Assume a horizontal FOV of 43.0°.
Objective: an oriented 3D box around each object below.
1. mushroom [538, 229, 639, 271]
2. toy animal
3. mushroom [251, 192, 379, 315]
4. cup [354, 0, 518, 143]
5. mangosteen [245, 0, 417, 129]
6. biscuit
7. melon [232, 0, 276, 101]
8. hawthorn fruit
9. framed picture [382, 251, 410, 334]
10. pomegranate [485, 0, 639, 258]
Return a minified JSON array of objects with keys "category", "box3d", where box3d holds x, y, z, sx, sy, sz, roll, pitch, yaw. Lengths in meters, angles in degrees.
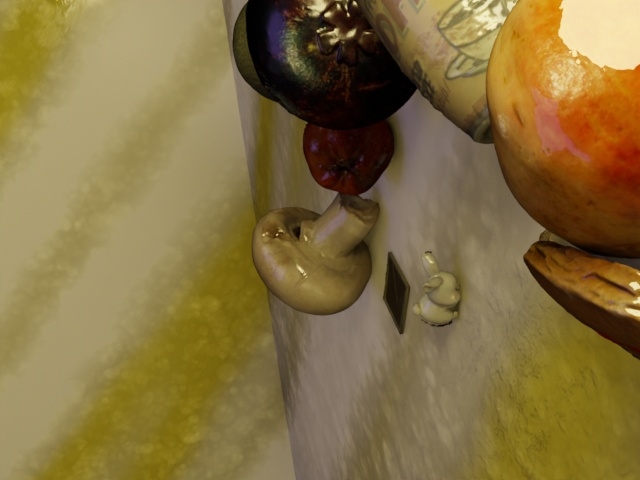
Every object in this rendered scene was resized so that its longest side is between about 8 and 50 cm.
[{"category":"mushroom","box3d":[0.309,0.008,0.877,0.092,0.081,0.223,59,168,2]},{"category":"toy animal","box3d":[0.203,0.087,1.397,0.124,0.085,0.071,103,171,-48]},{"category":"mushroom","box3d":[0.000,0.000,1.793,0.290,0.293,0.292,-61,35,31]},{"category":"cup","box3d":[0.206,-0.270,0.901,0.301,0.227,0.257,-40,72,42]},{"category":"mangosteen","box3d":[0.030,-0.335,1.295,0.330,0.330,0.330,169,90,-77]},{"category":"biscuit","box3d":[0.279,0.078,0.710,0.052,0.277,0.262,-60,27,2]},{"category":"melon","box3d":[-0.051,-0.409,1.664,0.329,0.249,0.248,172,87,-67]},{"category":"hawthorn fruit","box3d":[0.049,-0.196,1.589,0.202,0.185,0.185,-94,4,-48]},{"category":"framed picture","box3d":[0.159,0.112,1.725,0.149,0.011,0.109,92,161,-44]},{"category":"pomegranate","box3d":[0.251,-0.127,0.642,0.229,0.252,0.270,64,-178,-69]}]
